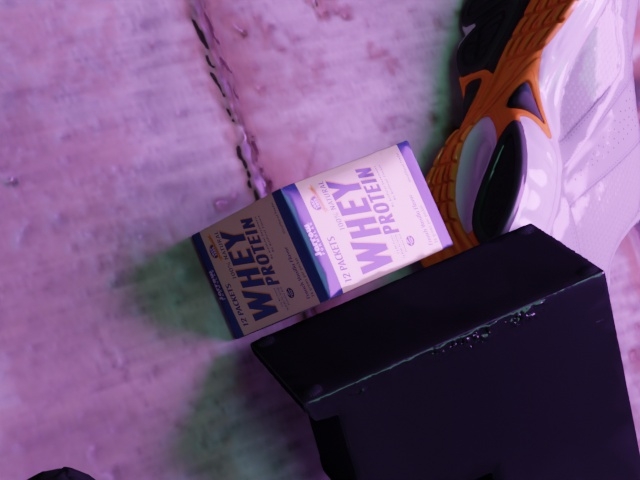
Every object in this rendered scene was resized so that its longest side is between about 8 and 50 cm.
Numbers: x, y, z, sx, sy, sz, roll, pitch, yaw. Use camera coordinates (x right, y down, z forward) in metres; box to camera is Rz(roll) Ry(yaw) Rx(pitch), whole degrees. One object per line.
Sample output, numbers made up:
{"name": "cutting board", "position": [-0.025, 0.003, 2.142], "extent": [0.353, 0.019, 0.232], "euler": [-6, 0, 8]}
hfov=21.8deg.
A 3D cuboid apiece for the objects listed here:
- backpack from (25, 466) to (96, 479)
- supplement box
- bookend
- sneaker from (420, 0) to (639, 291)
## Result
{"name": "backpack", "position": [-0.066, 0.192, 0.663], "extent": [0.182, 0.115, 0.152], "euler": [40, 53, -23]}
{"name": "supplement box", "position": [0.000, 0.000, 0.796], "extent": [0.083, 0.083, 0.056], "euler": [-23, 88, -38]}
{"name": "bookend", "position": [0.068, 0.097, 0.809], "extent": [0.156, 0.072, 0.157], "euler": [-23, 117, -14]}
{"name": "sneaker", "position": [0.139, -0.069, 0.928], "extent": [0.121, 0.099, 0.262], "euler": [34, 64, -32]}
